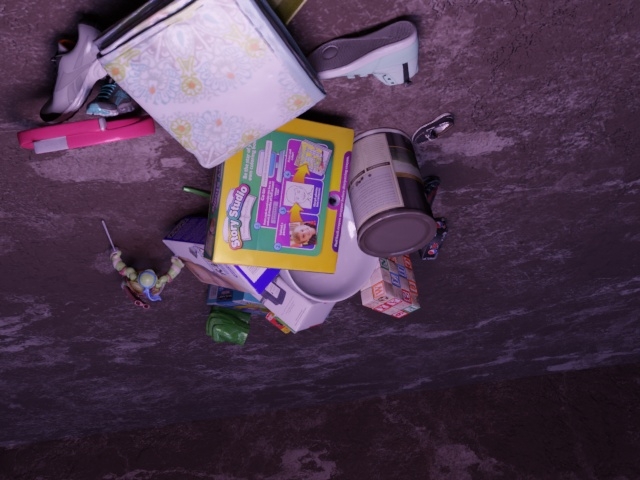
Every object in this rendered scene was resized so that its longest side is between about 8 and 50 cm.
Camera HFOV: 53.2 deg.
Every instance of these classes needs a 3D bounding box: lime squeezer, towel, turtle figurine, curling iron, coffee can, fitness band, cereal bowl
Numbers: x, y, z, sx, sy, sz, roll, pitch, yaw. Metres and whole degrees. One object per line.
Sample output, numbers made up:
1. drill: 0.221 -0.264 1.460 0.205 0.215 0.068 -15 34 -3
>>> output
1. lime squeezer: -0.253 -0.066 1.805 0.110 0.059 0.310 -28 120 15
2. towel: -0.208 -0.339 1.272 0.320 0.090 0.374 -26 136 17
3. turtle figurine: -0.524 0.067 1.934 0.198 0.274 0.266 -21 174 -24
4. curling iron: 0.309 -0.102 1.948 0.068 0.035 0.274 -1 146 -6
5. coffee can: 0.171 -0.123 1.655 0.202 0.275 0.201 -7 148 -4
6. fitness band: -0.510 -0.236 1.397 0.291 0.209 0.054 -7 103 4
7. cereal bowl: 0.000 0.000 1.791 0.339 0.339 0.141 17 173 -36

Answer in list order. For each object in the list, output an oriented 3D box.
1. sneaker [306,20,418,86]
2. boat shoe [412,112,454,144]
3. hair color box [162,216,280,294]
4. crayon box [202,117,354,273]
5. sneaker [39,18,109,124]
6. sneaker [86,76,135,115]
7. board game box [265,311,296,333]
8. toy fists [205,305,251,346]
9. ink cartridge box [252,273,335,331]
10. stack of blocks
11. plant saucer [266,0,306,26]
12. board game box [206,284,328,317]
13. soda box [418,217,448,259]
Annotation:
1. sneaker: 0.098 -0.377 1.413 0.256 0.094 0.151 -14 150 10
2. boat shoe: 0.293 -0.282 1.660 0.125 0.038 0.046 -30 142 29
3. hair color box: -0.275 0.036 1.736 0.339 0.110 0.185 6 140 55
4. crayon box: -0.099 -0.114 1.543 0.313 0.363 0.106 7 -178 -23
5. sneaker: -0.509 -0.347 1.312 0.108 0.100 0.271 30 125 -33
6. sneaker: -0.446 -0.303 1.342 0.065 0.166 0.076 1 108 4
7. board game box: -0.047 0.193 2.057 0.259 0.039 0.124 -42 130 5
8. toy fists: -0.324 0.287 2.213 0.142 0.279 0.096 24 99 -8
9. ink cartridge box: -0.095 0.149 1.879 0.100 0.237 0.172 -58 158 15
10. stack of blocks: 0.193 0.068 1.937 0.087 0.297 0.171 -32 141 34
11. plant saucer: -0.125 -0.488 1.225 0.188 0.045 0.188 18 139 -35
12. board game box: -0.176 0.205 2.172 0.336 0.079 0.254 17 163 -34
13. soda box: 0.366 -0.004 2.093 0.053 0.060 0.169 -5 147 -10
